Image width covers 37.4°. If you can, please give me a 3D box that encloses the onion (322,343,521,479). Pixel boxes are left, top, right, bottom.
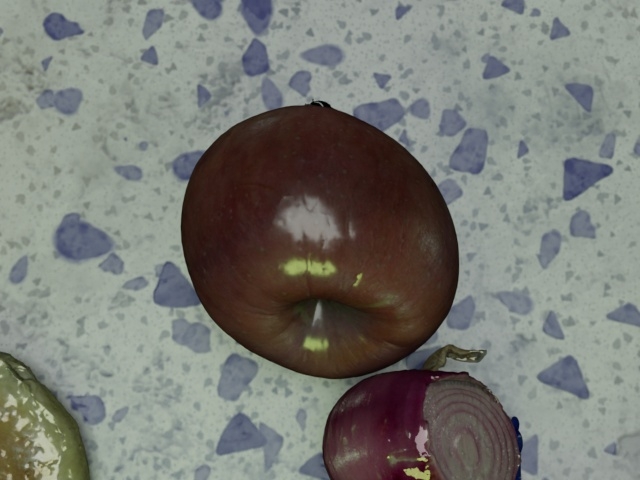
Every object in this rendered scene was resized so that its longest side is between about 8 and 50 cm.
[{"bbox_3d":[0.096,0.222,1.010,0.201,0.207,0.200,5,101,30],"label":"onion"}]

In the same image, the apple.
[{"bbox_3d":[0.000,0.000,1.014,0.306,0.305,0.235,4,49,1],"label":"apple"}]

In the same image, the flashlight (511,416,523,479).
[{"bbox_3d":[0.214,0.265,1.085,0.035,0.057,0.121,-4,85,35],"label":"flashlight"}]

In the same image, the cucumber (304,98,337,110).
[{"bbox_3d":[0.040,-0.093,1.145,0.053,0.053,0.181,-37,82,-7],"label":"cucumber"}]

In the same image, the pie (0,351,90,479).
[{"bbox_3d":[-0.407,0.282,1.061,0.338,0.075,0.337,1,74,-2],"label":"pie"}]
